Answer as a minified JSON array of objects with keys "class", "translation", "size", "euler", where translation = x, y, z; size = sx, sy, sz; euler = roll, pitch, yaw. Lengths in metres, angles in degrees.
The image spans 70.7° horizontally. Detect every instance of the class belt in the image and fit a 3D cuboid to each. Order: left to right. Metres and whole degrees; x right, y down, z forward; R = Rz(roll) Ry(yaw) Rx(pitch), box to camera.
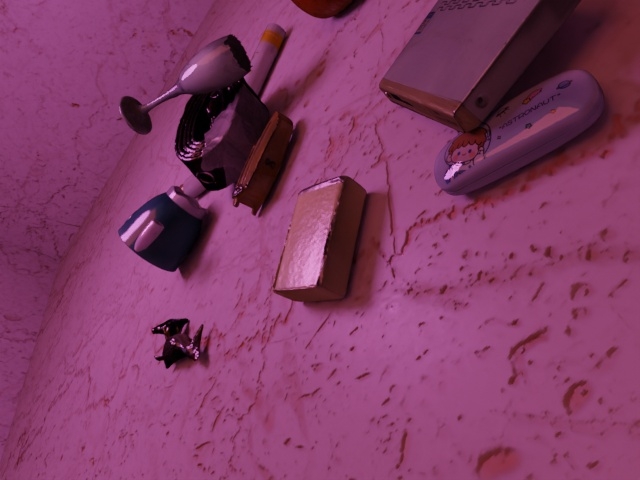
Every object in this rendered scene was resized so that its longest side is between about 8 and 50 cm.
[{"class":"belt","translation":[-0.226,-0.254,1.072],"size":[0.184,0.164,0.289],"euler":[-6,57,23]}]

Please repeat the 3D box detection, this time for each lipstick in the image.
[{"class":"lipstick","translation":[-0.170,-0.464,1.230],"size":[0.059,0.059,0.263],"euler":[9,73,56]}]

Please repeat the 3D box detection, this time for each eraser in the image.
[{"class":"eraser","translation":[0.000,0.000,0.654],"size":[0.117,0.058,0.172],"euler":[-14,56,49]}]

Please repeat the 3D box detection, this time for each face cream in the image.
[{"class":"face cream","translation":[-0.327,-0.166,1.234],"size":[0.182,0.051,0.072],"euler":[-23,50,43]}]

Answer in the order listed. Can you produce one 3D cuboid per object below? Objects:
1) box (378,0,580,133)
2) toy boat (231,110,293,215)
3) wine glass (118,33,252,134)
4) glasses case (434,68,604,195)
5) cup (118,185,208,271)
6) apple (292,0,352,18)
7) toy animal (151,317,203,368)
[{"class":"box","translation":[0.182,-0.249,0.563],"size":[0.210,0.045,0.270],"euler":[-53,23,13]},{"class":"toy boat","translation":[-0.118,-0.163,0.930],"size":[0.088,0.068,0.225],"euler":[0,67,60]},{"class":"wine glass","translation":[-0.315,-0.419,1.052],"size":[0.310,0.096,0.264],"euler":[-22,58,21]},{"class":"glasses case","translation":[0.197,-0.108,0.471],"size":[0.179,0.045,0.067],"euler":[-31,42,40]},{"class":"cup","translation":[-0.374,-0.040,1.113],"size":[0.173,0.168,0.299],"euler":[-51,8,2]},{"class":"apple","translation":[0.001,-0.656,0.958],"size":[0.278,0.250,0.309],"euler":[-3,67,53]},{"class":"toy animal","translation":[-0.282,0.212,0.903],"size":[0.203,0.070,0.105],"euler":[-3,77,51]}]
